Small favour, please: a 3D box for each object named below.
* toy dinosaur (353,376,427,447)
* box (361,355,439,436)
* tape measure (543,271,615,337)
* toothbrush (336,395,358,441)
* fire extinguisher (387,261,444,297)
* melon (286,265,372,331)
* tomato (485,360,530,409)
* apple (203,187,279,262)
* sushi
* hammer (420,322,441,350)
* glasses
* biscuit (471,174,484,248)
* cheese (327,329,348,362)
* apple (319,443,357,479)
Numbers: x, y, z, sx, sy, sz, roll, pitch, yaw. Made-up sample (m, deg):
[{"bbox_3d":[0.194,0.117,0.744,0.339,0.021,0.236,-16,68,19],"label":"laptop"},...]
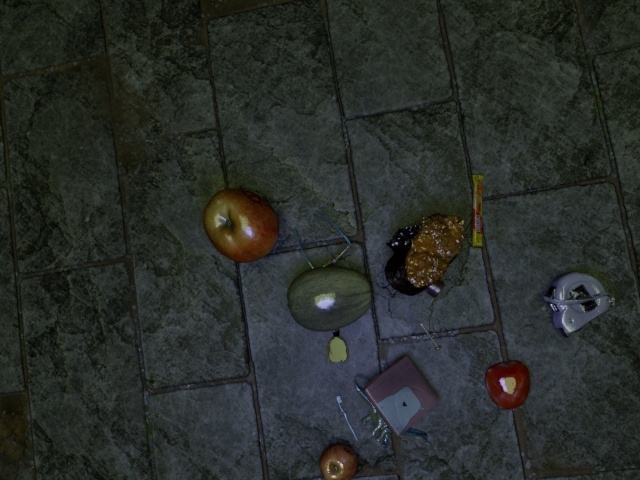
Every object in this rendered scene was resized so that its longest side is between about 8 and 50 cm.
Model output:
[{"bbox_3d":[0.240,0.694,1.814,0.363,0.076,0.147,41,74,6],"label":"toy dinosaur"},{"bbox_3d":[0.297,0.583,1.774,0.215,0.086,0.215,-34,82,-19],"label":"box"},{"bbox_3d":[0.953,0.216,1.743,0.236,0.120,0.197,-31,81,-1],"label":"tape measure"},{"bbox_3d":[0.107,0.706,1.856,0.019,0.013,0.193,-24,82,-4],"label":"toothbrush"},{"bbox_3d":[0.367,0.137,1.830,0.231,0.099,0.071,35,128,7],"label":"fire extinguisher"},{"bbox_3d":[0.034,0.219,1.789,0.330,0.248,0.248,-10,84,3],"label":"melon"},{"bbox_3d":[0.715,0.548,1.761,0.167,0.082,0.174,-12,82,5],"label":"tomato"},{"bbox_3d":[-0.320,-0.065,1.827,0.309,0.250,0.277,20,83,38],"label":"apple"},{"bbox_3d":[0.375,0.037,1.738,0.234,0.207,0.348,38,62,2],"label":"sushi"},{"bbox_3d":[0.431,0.377,1.845,0.029,0.014,0.123,-34,80,-6],"label":"hammer"},{"bbox_3d":[0.008,0.008,1.914,0.190,0.088,0.220,-35,62,4],"label":"glasses"},{"bbox_3d":[0.621,-0.114,1.854,0.048,0.026,0.291,2,86,-12],"label":"biscuit"},{"bbox_3d":[0.064,0.403,1.874,0.086,0.036,0.162,-6,85,9],"label":"cheese"},{"bbox_3d":[0.066,0.857,1.791,0.147,0.131,0.146,-1,84,13],"label":"apple"}]
